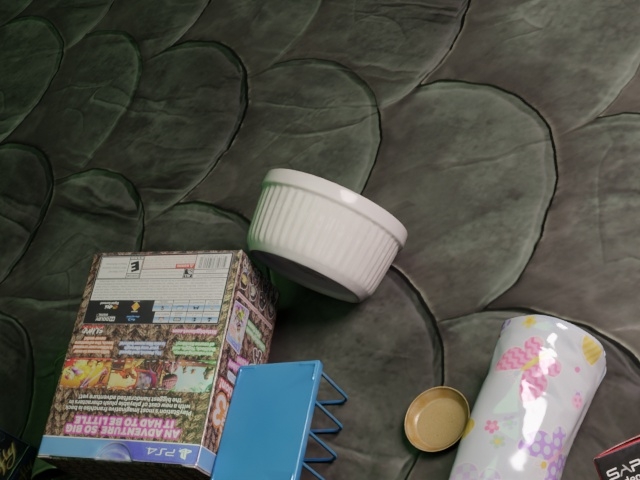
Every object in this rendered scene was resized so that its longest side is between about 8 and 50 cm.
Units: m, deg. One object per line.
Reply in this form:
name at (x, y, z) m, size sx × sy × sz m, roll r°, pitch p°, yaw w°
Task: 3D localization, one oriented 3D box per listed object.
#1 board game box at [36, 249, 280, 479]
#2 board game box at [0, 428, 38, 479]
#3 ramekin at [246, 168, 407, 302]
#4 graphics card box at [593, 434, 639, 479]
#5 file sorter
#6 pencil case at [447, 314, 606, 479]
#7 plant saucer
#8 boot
board game box at (-0.204, 0.172, 1.318) m, size 0.232 × 0.141 × 0.291 m, roll -1°, pitch 62°, yaw 23°
board game box at (-0.532, 0.395, 1.485) m, size 0.165 × 0.042 × 0.243 m, roll 12°, pitch 64°, yaw 40°
ramekin at (0.000, 0.000, 1.322) m, size 0.207 × 0.207 × 0.109 m, roll 15°, pitch 75°, yaw 41°
graphics card box at (0.340, 0.355, 0.778) m, size 0.094 × 0.233 × 0.371 m, roll -25°, pitch 47°, yaw 10°
file sorter at (-0.044, 0.249, 1.219) m, size 0.118 × 0.104 × 0.170 m, roll -8°, pitch 52°, yaw 30°
pencil case at (0.215, 0.215, 1.063) m, size 0.124 × 0.113 × 0.273 m, roll 15°, pitch 65°, yaw 20°
plant saucer at (0.140, 0.214, 1.184) m, size 0.083 × 0.015 × 0.083 m, roll -19°, pitch 48°, yaw 22°
boot at (-0.340, 0.238, 1.454) m, size 0.189 × 0.076 × 0.209 m, roll -32°, pitch 36°, yaw 30°
